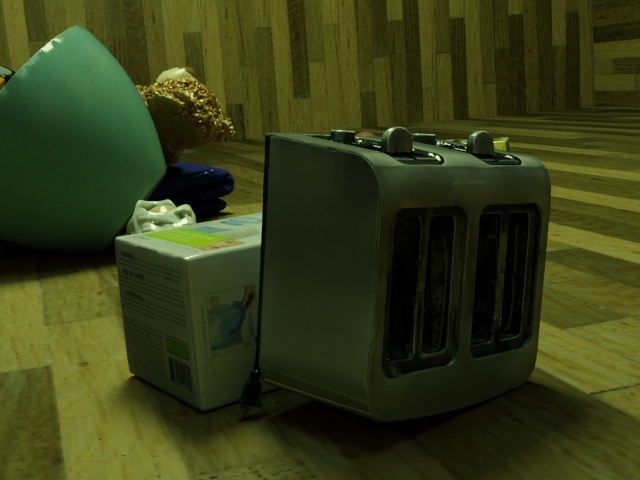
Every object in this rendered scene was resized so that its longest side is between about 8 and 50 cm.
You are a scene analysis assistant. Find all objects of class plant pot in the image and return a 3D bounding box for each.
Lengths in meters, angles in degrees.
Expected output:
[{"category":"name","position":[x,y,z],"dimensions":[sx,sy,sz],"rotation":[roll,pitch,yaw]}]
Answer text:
[{"category":"plant pot","position":[-0.313,-0.097,1.135],"dimensions":[0.195,0.290,0.290],"rotation":[38,7,-9]}]

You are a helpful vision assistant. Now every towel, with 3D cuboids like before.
[{"category":"towel","position":[-0.306,-0.070,1.446],"dimensions":[0.228,0.076,0.308],"rotation":[-20,19,-35]}]

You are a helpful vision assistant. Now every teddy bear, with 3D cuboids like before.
[{"category":"teddy bear","position":[-0.290,-0.190,1.352],"dimensions":[0.245,0.113,0.338],"rotation":[37,-36,-27]}]

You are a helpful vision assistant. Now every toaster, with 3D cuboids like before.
[{"category":"toaster","position":[0.048,0.022,0.559],"dimensions":[0.168,0.185,0.110],"rotation":[-3,10,-41]}]

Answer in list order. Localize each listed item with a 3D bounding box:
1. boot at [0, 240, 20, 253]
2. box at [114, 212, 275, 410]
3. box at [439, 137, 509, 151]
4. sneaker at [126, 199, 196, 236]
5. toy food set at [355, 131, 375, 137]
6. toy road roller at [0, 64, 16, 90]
[{"category":"boot","position":[-0.455,-0.002,1.219],"dimensions":[0.087,0.042,0.118],"rotation":[-13,18,5]},{"category":"box","position":[-0.031,0.037,0.655],"dimensions":[0.203,0.103,0.114],"rotation":[-11,13,-35]},{"category":"box","position":[0.257,-0.170,1.781],"dimensions":[0.232,0.058,0.087],"rotation":[-2,11,15]},{"category":"sneaker","position":[-0.148,0.016,0.847],"dimensions":[0.087,0.092,0.229],"rotation":[-6,12,-20]},{"category":"toy food set","position":[0.106,-0.204,1.982],"dimensions":[0.128,0.071,0.218],"rotation":[-13,14,-40]},{"category":"toy road roller","position":[-0.525,-0.170,1.510],"dimensions":[0.241,0.202,0.329],"rotation":[14,18,-10]}]
